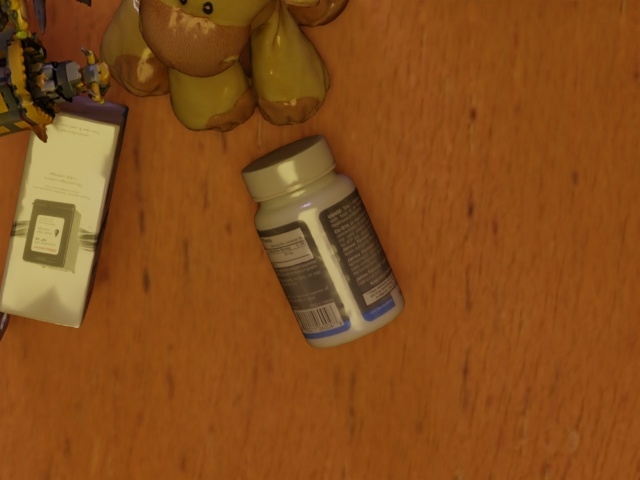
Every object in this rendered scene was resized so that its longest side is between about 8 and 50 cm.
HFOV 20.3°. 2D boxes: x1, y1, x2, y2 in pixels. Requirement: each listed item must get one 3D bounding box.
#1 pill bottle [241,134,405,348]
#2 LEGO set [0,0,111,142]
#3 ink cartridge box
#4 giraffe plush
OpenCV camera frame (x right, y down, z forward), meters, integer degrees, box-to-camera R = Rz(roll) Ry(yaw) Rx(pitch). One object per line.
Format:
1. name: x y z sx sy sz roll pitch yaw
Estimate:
1. pill bottle: 0.000 0.000 1.269 0.078 0.078 0.137 -23 101 3
2. LEGO set: -0.184 -0.227 1.094 0.192 0.255 0.331 -13 67 12
3. ink cartridge box: -0.182 -0.007 1.249 0.060 0.104 0.180 12 101 -5
4. giraffe plush: -0.066 -0.169 1.186 0.181 0.170 0.210 -3 101 -1
